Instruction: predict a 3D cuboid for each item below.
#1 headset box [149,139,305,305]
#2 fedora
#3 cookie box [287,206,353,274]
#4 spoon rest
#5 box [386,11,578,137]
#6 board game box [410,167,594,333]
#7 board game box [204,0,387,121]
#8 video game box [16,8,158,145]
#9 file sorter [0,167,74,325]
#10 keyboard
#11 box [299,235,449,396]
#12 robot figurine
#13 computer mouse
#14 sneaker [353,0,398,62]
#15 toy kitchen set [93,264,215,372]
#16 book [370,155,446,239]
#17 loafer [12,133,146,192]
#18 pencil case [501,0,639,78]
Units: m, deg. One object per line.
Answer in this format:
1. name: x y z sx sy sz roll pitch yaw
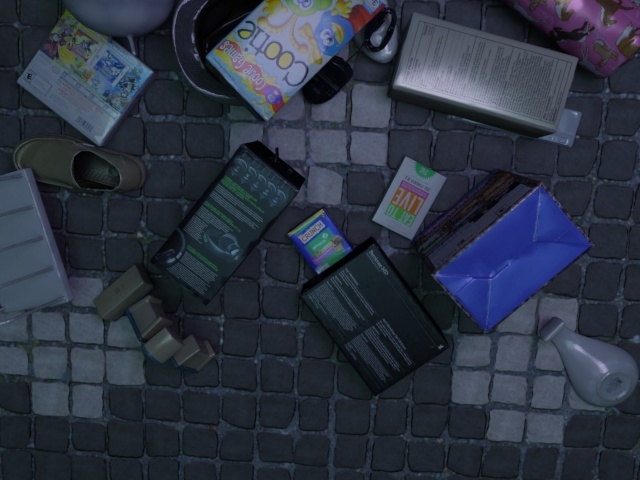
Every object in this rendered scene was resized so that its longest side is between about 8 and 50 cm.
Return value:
1. headset box: -0.155 -0.052 1.187 0.131 0.246 0.283 39 100 -5
2. fedora: -0.135 -0.375 1.189 0.276 0.124 0.243 -19 102 -7
3. cookie box: 0.000 0.000 1.296 0.092 0.040 0.107 -36 96 8
4. spoon rest: 0.552 0.245 1.313 0.276 0.084 0.137 40 100 -19
5. box: 0.293 -0.303 1.183 0.311 0.121 0.148 17 94 0
6. board game box: 0.312 0.005 1.159 0.232 0.291 0.141 -41 97 9
7. board game box: -0.048 -0.346 1.071 0.275 0.144 0.142 -44 105 0
8. video game box: -0.459 -0.322 1.251 0.205 0.048 0.187 39 101 -5
9. file sorter: -0.650 0.025 1.230 0.193 0.173 0.277 -10 101 25
10. keyboard: 0.384 -0.248 1.255 0.256 0.014 0.072 13 95 0
11. box: 0.109 0.152 1.289 0.184 0.103 0.261 -35 97 10
12. robot figurine: -0.352 -0.511 1.095 0.200 0.300 0.353 -7 118 -24
13. computer mouse: 0.053 -0.347 1.196 0.071 0.041 0.242 42 123 -17
14. sneaker: 0.085 -0.444 1.175 0.090 0.115 0.232 -20 99 5
15. toy kitchen set: -0.346 0.184 1.332 0.122 0.166 0.207 -39 60 7
16. book: 0.177 -0.086 1.282 0.096 0.035 0.144 26 99 -7
17. loafer: -0.488 -0.153 1.259 0.269 0.092 0.101 8 100 1
18. pencil case: 0.411 -0.456 1.136 0.386 0.167 0.160 34 82 -4
